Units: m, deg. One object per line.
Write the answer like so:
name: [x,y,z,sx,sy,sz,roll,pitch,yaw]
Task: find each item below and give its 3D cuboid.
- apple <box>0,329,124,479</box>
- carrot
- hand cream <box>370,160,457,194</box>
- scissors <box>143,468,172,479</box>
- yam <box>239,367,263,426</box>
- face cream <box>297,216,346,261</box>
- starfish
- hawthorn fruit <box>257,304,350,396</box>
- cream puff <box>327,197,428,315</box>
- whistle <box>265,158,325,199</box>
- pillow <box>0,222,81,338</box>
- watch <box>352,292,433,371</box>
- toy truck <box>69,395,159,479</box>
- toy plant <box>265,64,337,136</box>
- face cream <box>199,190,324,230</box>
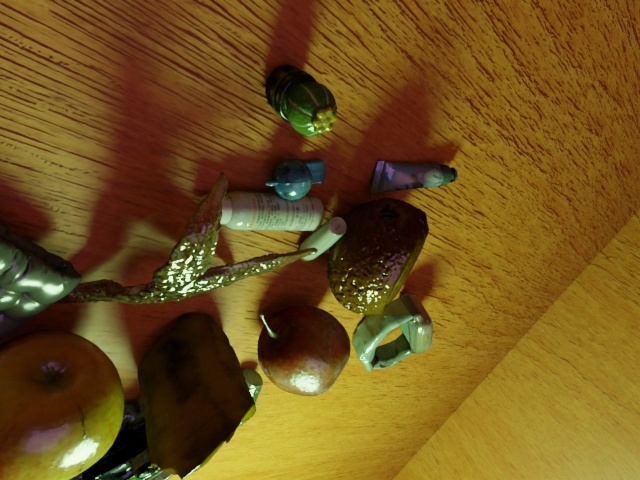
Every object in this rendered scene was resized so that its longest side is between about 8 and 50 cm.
apple: [-0.501,0.299,0.865,0.285,0.286,0.233,-2,136,-37]
carrot: [-0.279,0.365,1.091,0.241,0.341,0.242,-18,147,-12]
hand cream: [0.239,-0.162,1.220,0.255,0.055,0.088,-5,124,-27]
scissors: [-0.364,0.550,1.143,0.118,0.031,0.242,-44,164,16]
yam: [-0.219,0.450,1.383,0.078,0.078,0.179,2,120,-39]
face cream: [0.000,0.000,1.102,0.072,0.051,0.182,-48,-176,-31]
starfish: [-0.245,0.044,0.890,0.383,0.132,0.398,-2,152,-47]
hawthorn fruit: [-0.059,0.281,1.258,0.262,0.231,0.235,21,107,-6]
cream puff: [0.123,0.031,1.166,0.303,0.212,0.303,-62,170,-19]
whistle: [-0.042,-0.128,0.987,0.157,0.090,0.091,-13,133,-29]
pillow: [-0.550,0.053,0.692,0.228,0.101,0.326,-35,151,-1]
watch: [0.221,0.307,1.565,0.240,0.162,0.254,-17,133,-9]
toy truck: [-0.472,0.522,1.179,0.363,0.177,0.178,-24,149,-22]
toy plant: [-0.031,-0.241,0.841,0.092,0.162,0.093,-22,138,-21]
face cream: [-0.119,-0.061,0.997,0.268,0.082,0.082,1,125,-38]
